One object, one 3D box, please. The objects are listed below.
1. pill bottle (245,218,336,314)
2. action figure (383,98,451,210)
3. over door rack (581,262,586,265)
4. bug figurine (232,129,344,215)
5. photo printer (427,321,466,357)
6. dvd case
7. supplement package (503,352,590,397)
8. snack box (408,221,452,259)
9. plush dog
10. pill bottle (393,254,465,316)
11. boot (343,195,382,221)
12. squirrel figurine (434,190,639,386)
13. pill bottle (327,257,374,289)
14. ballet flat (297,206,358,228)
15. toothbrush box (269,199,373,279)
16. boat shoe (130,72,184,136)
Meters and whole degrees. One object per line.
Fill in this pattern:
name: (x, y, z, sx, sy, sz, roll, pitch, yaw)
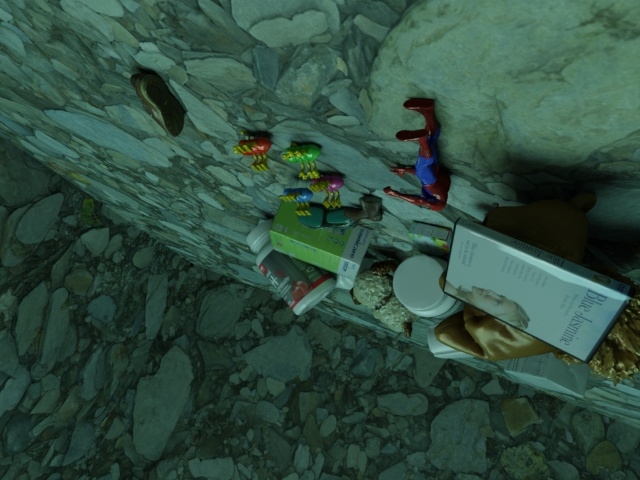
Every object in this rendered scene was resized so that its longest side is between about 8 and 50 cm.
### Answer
pill bottle: (-0.108, 0.083, 1.633, 0.318, 0.176, 0.176, 50, 169, 12)
action figure: (0.156, -0.130, 0.850, 0.139, 0.091, 0.280, 7, 158, 28)
over door rack: (0.658, 0.175, 1.140, 0.325, 0.108, 0.239, 24, 164, -5)
bug figurine: (-0.062, -0.158, 1.104, 0.217, 0.072, 0.279, 4, 153, 34)
photo printer: (0.498, 0.266, 1.360, 0.308, 0.106, 0.256, -20, 158, 36)
dvd case: (0.315, 0.078, 0.741, 0.253, 0.022, 0.180, 27, 145, 27)
supplement package: (0.845, 0.465, 1.782, 0.194, 0.149, 0.203, 28, 164, -18)
snack box: (0.289, 0.004, 1.214, 0.100, 0.037, 0.141, 16, 165, 31)
plush dog: (0.204, 0.178, 1.500, 0.226, 0.210, 0.262, 36, 125, -3)
pill bottle: (0.303, 0.129, 1.284, 0.162, 0.161, 0.283, 14, 176, 30)
boot: (0.102, -0.083, 1.188, 0.107, 0.037, 0.114, 5, 164, 14)
squirrel figurine: (0.431, 0.079, 0.883, 0.397, 0.281, 0.370, 27, 153, 17)
pill bottle: (0.086, 0.105, 1.682, 0.131, 0.131, 0.229, 33, 162, -32)
ballet flat: (0.023, -0.056, 1.329, 0.189, 0.070, 0.070, 7, 158, 36)
toothbrush box: (0.000, 0.000, 1.461, 0.284, 0.122, 0.206, 22, 164, 6)
boat shoe: (-0.360, -0.303, 1.063, 0.060, 0.064, 0.178, 23, 160, 20)
